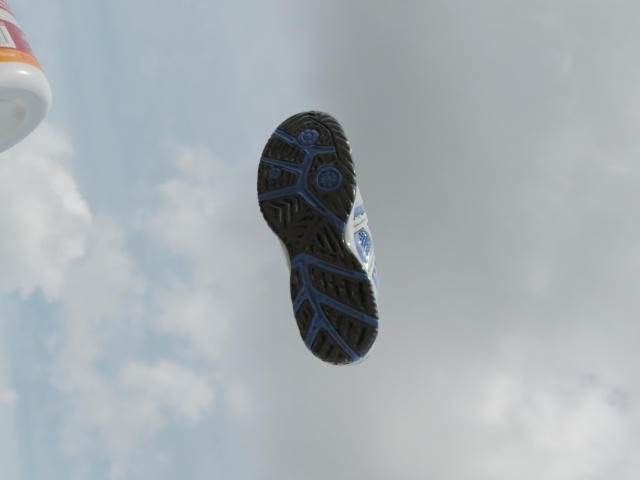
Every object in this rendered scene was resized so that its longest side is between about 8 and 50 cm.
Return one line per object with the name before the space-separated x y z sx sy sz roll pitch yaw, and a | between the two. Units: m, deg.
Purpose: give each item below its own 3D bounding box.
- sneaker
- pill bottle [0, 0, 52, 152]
sneaker | 0.000 0.000 0.767 0.080 0.081 0.211 -9 -109 6
pill bottle | -0.305 -0.176 0.756 0.121 0.121 0.221 -41 -108 41
